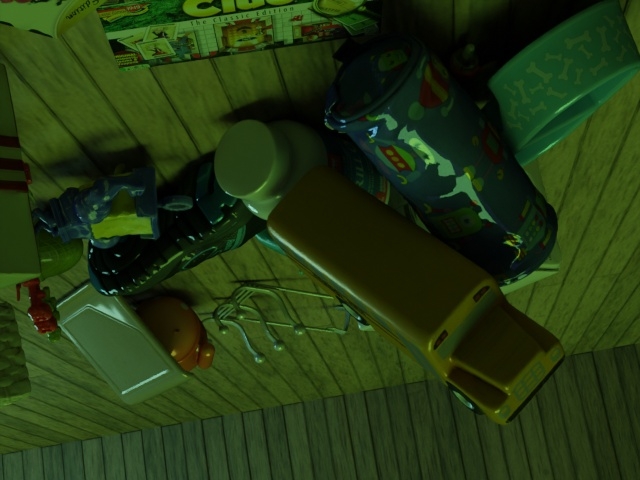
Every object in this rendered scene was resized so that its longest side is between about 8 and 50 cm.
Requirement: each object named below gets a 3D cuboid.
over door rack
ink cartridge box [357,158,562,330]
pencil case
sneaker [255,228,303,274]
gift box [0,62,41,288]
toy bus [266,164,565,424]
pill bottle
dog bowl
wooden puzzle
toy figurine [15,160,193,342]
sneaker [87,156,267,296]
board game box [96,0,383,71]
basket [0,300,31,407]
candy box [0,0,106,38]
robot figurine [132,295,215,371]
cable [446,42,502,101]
[{"bbox_3d":[-0.043,0.152,2.142,0.324,0.108,0.239,-2,163,-24],"label":"over door rack"},{"bbox_3d":[0.161,-0.014,1.527,0.117,0.207,0.283,2,159,-39],"label":"ink cartridge box"},{"bbox_3d":[0.123,-0.078,1.176,0.133,0.119,0.306,-25,128,28],"label":"pencil case"},{"bbox_3d":[0.000,0.000,1.516,0.110,0.107,0.275,-11,-158,-43],"label":"sneaker"},{"bbox_3d":[-0.417,-0.062,1.008,0.276,0.255,0.258,-22,168,26],"label":"gift box"},{"bbox_3d":[0.096,0.052,1.209,0.108,0.333,0.130,-47,141,-9],"label":"toy bus"},{"bbox_3d":[-0.022,-0.076,1.366,0.124,0.124,0.221,-20,162,32],"label":"pill bottle"},{"bbox_3d":[0.242,-0.151,1.245,0.166,0.074,0.297,-29,171,-22],"label":"dog bowl"},{"bbox_3d":[-0.344,0.173,1.947,0.221,0.238,0.044,-29,-163,49],"label":"wooden puzzle"},{"bbox_3d":[-0.259,-0.001,1.398,0.217,0.191,0.362,-12,165,-9],"label":"toy figurine"},{"bbox_3d":[-0.180,-0.003,1.522,0.341,0.125,0.140,-22,161,38],"label":"sneaker"},{"bbox_3d":[-0.070,-0.214,1.053,0.260,0.030,0.136,-9,161,-2],"label":"board game box"},{"bbox_3d":[-0.374,0.124,1.093,0.103,0.113,0.167,-18,173,27],"label":"basket"},{"bbox_3d":[-0.246,-0.233,0.817,0.159,0.071,0.233,-24,158,39],"label":"candy box"},{"bbox_3d":[-0.271,0.171,2.043,0.128,0.158,0.219,-27,164,-4],"label":"robot figurine"},{"bbox_3d":[0.131,-0.165,1.329,0.140,0.072,0.287,-25,177,-5],"label":"cable"}]
